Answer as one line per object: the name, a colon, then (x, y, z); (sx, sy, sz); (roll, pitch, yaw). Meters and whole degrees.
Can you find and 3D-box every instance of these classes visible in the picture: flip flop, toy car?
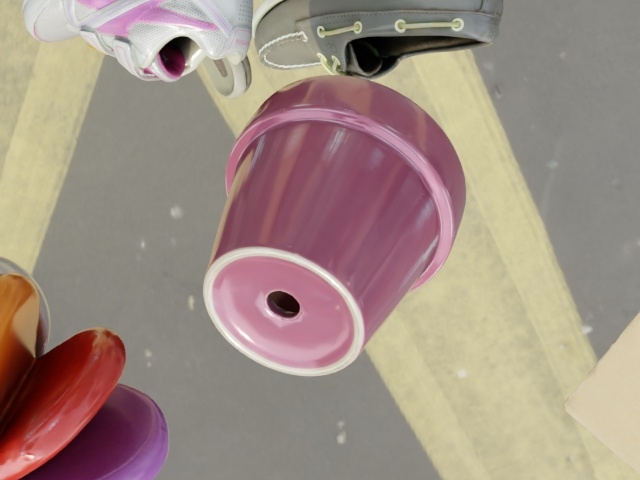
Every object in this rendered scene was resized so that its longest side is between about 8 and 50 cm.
flip flop: (-0.186, -0.301, 1.383); (0.080, 0.112, 0.277); (-32, 101, -21)
toy car: (-0.143, 0.095, 0.520); (0.136, 0.159, 0.182); (-9, 122, 14)

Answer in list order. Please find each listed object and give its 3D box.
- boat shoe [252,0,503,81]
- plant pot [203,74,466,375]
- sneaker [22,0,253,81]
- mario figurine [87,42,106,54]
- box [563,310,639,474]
boat shoe: (0.043, -0.203, 1.021); (0.305, 0.091, 0.109); (-8, 169, 44)
plant pot: (0.000, 0.000, 0.847); (0.201, 0.180, 0.201); (13, 133, 14)
sneaker: (-0.167, -0.197, 0.963); (0.252, 0.103, 0.111); (-2, 90, 30)
mario figurine: (-0.160, -0.358, 1.199); (0.170, 0.198, 0.320); (-18, 138, -52)
box: (0.187, 0.079, 0.335); (0.021, 0.201, 0.164); (-38, 160, -33)
